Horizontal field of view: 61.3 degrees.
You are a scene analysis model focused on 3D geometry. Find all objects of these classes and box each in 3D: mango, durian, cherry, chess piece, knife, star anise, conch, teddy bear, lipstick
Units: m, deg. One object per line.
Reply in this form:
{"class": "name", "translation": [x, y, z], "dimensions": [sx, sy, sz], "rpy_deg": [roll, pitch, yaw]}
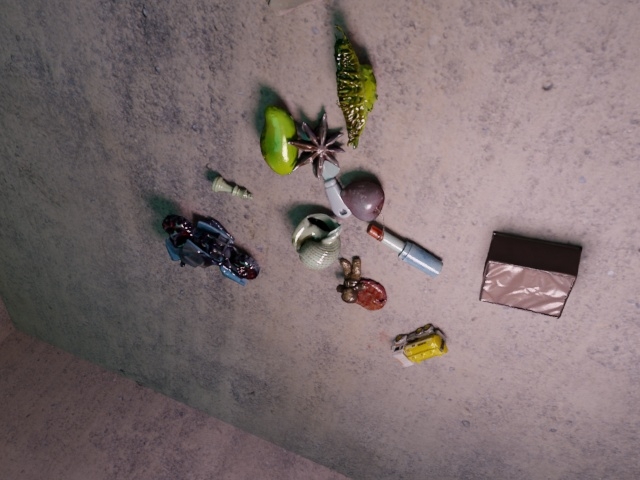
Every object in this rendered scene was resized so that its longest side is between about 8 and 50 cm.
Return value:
{"class": "mango", "translation": [-0.129, -0.309, 1.652], "dimensions": [0.125, 0.111, 0.233], "rpy_deg": [3, 130, 18]}
{"class": "durian", "translation": [0.094, -0.402, 1.445], "dimensions": [0.106, 0.132, 0.375], "rpy_deg": [21, 142, 27]}
{"class": "cherry", "translation": [0.131, -0.104, 1.699], "dimensions": [0.148, 0.115, 0.188], "rpy_deg": [5, 139, -2]}
{"class": "chess piece", "translation": [-0.306, -0.175, 1.904], "dimensions": [0.149, 0.059, 0.059], "rpy_deg": [23, 135, 0]}
{"class": "knife", "translation": [0.027, -0.218, 1.709], "dimensions": [0.080, 0.044, 0.331], "rpy_deg": [-12, 118, 26]}
{"class": "star anise", "translation": [-0.015, -0.279, 1.628], "dimensions": [0.180, 0.061, 0.205], "rpy_deg": [-18, 122, -3]}
{"class": "conch", "translation": [0.001, 0.003, 1.847], "dimensions": [0.200, 0.131, 0.172], "rpy_deg": [-43, 77, 6]}
{"class": "teddy bear", "translation": [0.112, 0.148, 1.929], "dimensions": [0.119, 0.161, 0.078], "rpy_deg": [-5, 163, 34]}
{"class": "lipstick", "translation": [0.270, 0.028, 1.770], "dimensions": [0.274, 0.068, 0.061], "rpy_deg": [31, 133, -3]}

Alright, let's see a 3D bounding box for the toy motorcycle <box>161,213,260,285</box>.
{"class": "toy motorcycle", "translation": [-0.438, 0.046, 2.105], "dimensions": [0.416, 0.172, 0.232], "rpy_deg": [30, 143, -12]}

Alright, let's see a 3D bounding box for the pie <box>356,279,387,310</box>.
{"class": "pie", "translation": [0.174, 0.199, 1.996], "dimensions": [0.153, 0.038, 0.154], "rpy_deg": [16, 133, 18]}

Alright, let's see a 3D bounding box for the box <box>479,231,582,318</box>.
{"class": "box", "translation": [0.614, 0.103, 1.601], "dimensions": [0.252, 0.153, 0.188], "rpy_deg": [14, 133, 18]}

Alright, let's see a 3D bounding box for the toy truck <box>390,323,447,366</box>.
{"class": "toy truck", "translation": [0.368, 0.397, 2.013], "dimensions": [0.098, 0.114, 0.227], "rpy_deg": [45, 134, -15]}

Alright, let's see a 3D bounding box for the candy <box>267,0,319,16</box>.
{"class": "candy", "translation": [-0.048, -0.648, 1.293], "dimensions": [0.195, 0.137, 0.185], "rpy_deg": [-7, 125, 29]}
